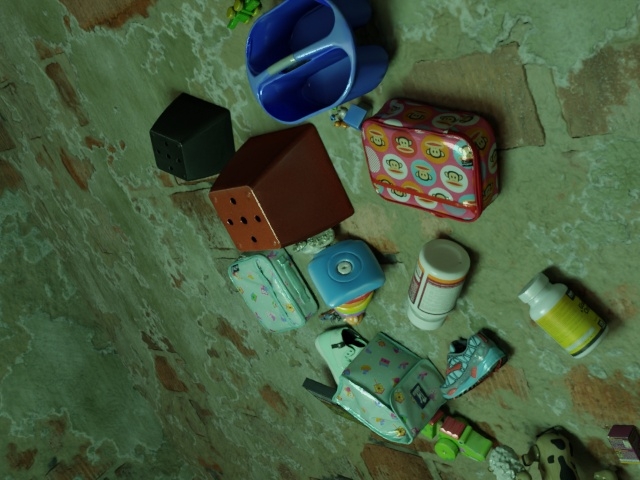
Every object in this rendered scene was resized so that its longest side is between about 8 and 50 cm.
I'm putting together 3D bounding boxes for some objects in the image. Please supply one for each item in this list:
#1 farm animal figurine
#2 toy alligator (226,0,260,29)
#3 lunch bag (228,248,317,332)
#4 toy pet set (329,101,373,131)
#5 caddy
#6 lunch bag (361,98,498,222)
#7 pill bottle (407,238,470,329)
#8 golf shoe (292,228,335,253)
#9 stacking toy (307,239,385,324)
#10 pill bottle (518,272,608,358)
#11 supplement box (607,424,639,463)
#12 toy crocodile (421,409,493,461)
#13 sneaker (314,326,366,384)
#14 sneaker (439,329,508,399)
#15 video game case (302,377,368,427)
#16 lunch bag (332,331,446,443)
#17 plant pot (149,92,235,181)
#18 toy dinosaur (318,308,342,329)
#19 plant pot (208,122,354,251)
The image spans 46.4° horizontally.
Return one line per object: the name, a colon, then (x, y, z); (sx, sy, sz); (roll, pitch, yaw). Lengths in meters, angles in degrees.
farm animal figurine: (0.621, 0.613, 1.833); (0.327, 0.330, 0.172); (65, 154, 27)
toy alligator: (-0.166, -0.551, 1.724); (0.189, 0.056, 0.051); (-24, 63, 52)
lunch bag: (-0.145, 0.142, 2.267); (0.224, 0.108, 0.279); (-16, 110, 51)
toy pet set: (0.057, -0.290, 1.714); (0.114, 0.065, 0.122); (32, 141, 21)
caddy: (-0.025, -0.386, 1.579); (0.341, 0.179, 0.241); (-14, 98, 49)
lunch bag: (0.238, -0.159, 1.616); (0.293, 0.120, 0.258); (19, 138, 36)
pill bottle: (0.278, 0.111, 1.802); (0.121, 0.121, 0.221); (32, 141, 21)
golf shoe: (0.000, 0.000, 2.040); (0.086, 0.069, 0.176); (19, 162, -31)
stacking toy: (0.082, 0.148, 2.035); (0.302, 0.175, 0.166); (75, 168, -56)
pill bottle: (0.521, 0.159, 1.615); (0.184, 0.103, 0.103); (44, 143, 6)
supplement box: (0.719, 0.478, 1.749); (0.055, 0.043, 0.083); (-13, 113, 50)
toy crocodile: (0.324, 0.521, 2.126); (0.340, 0.115, 0.105); (24, 136, 29)
sneaker: (0.102, 0.372, 2.235); (0.256, 0.094, 0.151); (52, 141, -6)
sneaker: (0.378, 0.316, 1.929); (0.125, 0.104, 0.262); (57, 142, 19)
video game case: (0.106, 0.531, 2.342); (0.274, 0.035, 0.248); (15, 157, 36)
lunch bag: (0.202, 0.414, 2.062); (0.262, 0.223, 0.160); (31, 134, 22)
plant pot: (-0.365, -0.272, 2.073); (0.188, 0.167, 0.188); (25, 137, 29)
toy dinosaur: (0.025, 0.226, 2.247); (0.082, 0.047, 0.090); (18, 101, 46)
plant pot: (-0.122, -0.112, 1.913); (0.267, 0.235, 0.267); (-4, 118, 47)
